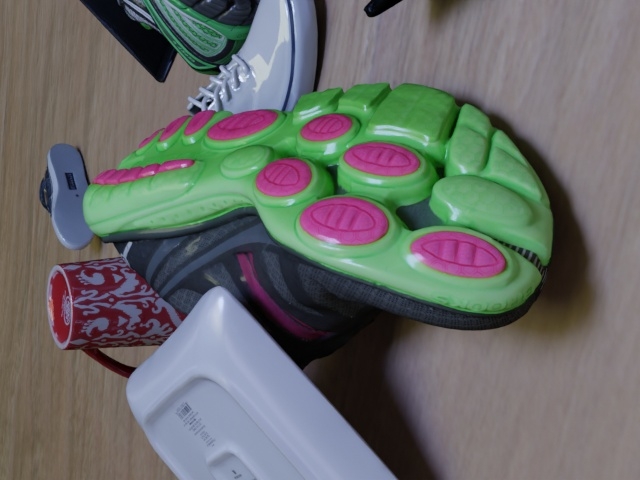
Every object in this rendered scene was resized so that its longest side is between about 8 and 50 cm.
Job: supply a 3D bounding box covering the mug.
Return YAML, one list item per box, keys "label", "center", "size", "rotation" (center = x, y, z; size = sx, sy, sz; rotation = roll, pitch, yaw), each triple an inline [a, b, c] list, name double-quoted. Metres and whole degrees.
- label: "mug"
  center: [-0.202, 0.084, 1.153]
  size: [0.113, 0.169, 0.150]
  rotation: [-6, 88, 59]

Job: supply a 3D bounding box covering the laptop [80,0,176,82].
- label: "laptop"
  center: [-0.197, -0.485, 1.242]
  size: [0.382, 0.236, 0.408]
  rotation: [125, 161, -46]

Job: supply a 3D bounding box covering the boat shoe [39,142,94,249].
- label: "boat shoe"
  center: [-0.365, -0.046, 1.525]
  size: [0.083, 0.065, 0.183]
  rotation: [122, 142, -46]

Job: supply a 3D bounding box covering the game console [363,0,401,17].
- label: "game console"
  center: [0.074, -0.231, 0.749]
  size: [0.071, 0.107, 0.122]
  rotation: [54, 153, 0]

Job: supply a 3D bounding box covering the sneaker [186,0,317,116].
- label: "sneaker"
  center: [-0.074, -0.127, 0.994]
  size: [0.094, 0.091, 0.258]
  rotation: [54, 137, 42]

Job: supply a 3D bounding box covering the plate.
- label: "plate"
  center: [-0.052, 0.195, 0.894]
  size: [0.278, 0.045, 0.277]
  rotation: [49, 146, 1]

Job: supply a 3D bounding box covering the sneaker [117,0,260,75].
- label: "sneaker"
  center: [-0.191, -0.299, 1.075]
  size: [0.343, 0.134, 0.146]
  rotation: [50, 144, 20]

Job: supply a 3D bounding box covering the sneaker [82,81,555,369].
- label: "sneaker"
  center: [0.000, 0.000, 0.848]
  size: [0.482, 0.185, 0.202]
  rotation: [9, 137, 51]
